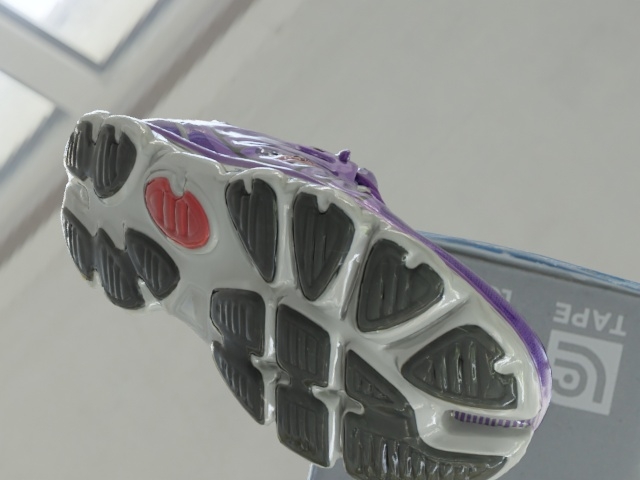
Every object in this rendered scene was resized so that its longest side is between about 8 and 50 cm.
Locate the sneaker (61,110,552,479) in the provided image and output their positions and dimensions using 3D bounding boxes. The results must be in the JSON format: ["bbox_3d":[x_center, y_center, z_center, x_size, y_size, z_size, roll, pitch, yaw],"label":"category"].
[{"bbox_3d":[0.000,0.000,0.390,0.170,0.071,0.068,33,-52,44],"label":"sneaker"}]

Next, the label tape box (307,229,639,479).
[{"bbox_3d":[0.046,0.184,0.576,0.115,0.249,0.347,10,-94,11],"label":"label tape box"}]
